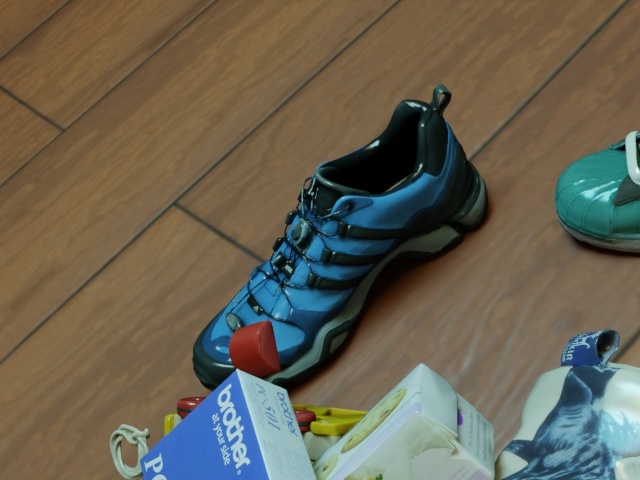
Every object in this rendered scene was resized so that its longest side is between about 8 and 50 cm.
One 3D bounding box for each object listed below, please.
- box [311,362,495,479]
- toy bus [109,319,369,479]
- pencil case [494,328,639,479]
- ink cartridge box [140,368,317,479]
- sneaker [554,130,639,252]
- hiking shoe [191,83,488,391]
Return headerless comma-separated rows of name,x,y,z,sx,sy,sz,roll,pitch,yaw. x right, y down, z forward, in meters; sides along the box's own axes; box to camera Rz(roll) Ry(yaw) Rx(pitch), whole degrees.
box,-0.025,0.209,0.689,0.324,0.063,0.067,-46,7,20
toy bus,-0.032,0.165,0.807,0.191,0.104,0.202,-52,59,27
pencil case,0.108,0.249,0.593,0.160,0.183,0.410,30,65,14
ink cartridge box,-0.039,0.182,0.615,0.097,0.046,0.207,-44,41,20
sneaker,0.320,-0.075,0.832,0.302,0.121,0.108,-10,46,21
hiking shoe,0.000,0.000,0.928,0.304,0.132,0.113,-42,44,-13
